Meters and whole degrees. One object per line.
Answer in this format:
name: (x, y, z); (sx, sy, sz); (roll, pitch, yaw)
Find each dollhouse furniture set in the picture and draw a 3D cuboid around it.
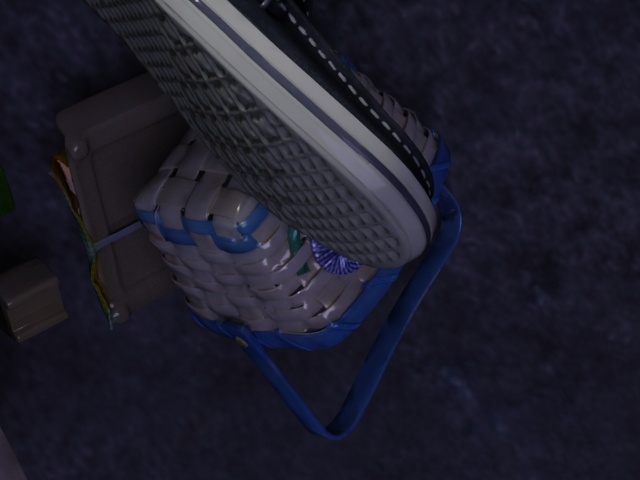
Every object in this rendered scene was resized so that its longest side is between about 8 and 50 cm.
dollhouse furniture set: (-0.231, -0.034, 1.151); (0.301, 0.151, 0.198); (-28, 129, -27)

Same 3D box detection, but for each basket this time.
basket: (0.000, 0.000, 1.115); (0.289, 0.201, 0.255); (50, 60, -44)

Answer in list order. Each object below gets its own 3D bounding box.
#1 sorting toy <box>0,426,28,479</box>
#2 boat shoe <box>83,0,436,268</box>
sorting toy: (-0.358, 0.110, 1.069); (0.089, 0.257, 0.256); (-33, 117, -26)
boat shoe: (-0.070, -0.186, 0.947); (0.156, 0.500, 0.187); (-35, 155, -14)
